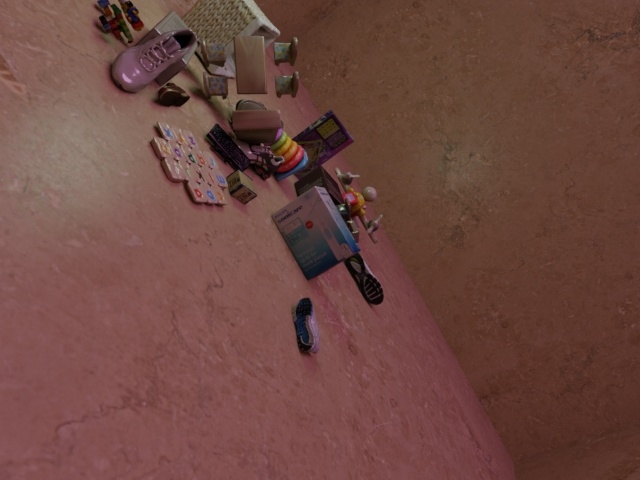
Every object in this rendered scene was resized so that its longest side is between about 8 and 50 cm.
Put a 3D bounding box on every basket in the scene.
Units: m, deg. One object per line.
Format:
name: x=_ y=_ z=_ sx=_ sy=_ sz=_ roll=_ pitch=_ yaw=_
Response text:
basket: x=-0.414 y=-0.960 z=1.980 sx=0.266 sy=0.331 sz=0.328 roll=50 pitch=18 yaw=-7

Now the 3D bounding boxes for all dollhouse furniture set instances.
dollhouse furniture set: x=-0.258 y=-0.591 z=1.642 sx=0.256 sy=0.361 sz=0.395 roll=-175 pitch=-99 yaw=-80
dollhouse furniture set: x=0.089 y=-0.083 z=1.980 sx=0.129 sy=0.129 sz=0.184 roll=87 pitch=-12 yaw=-47

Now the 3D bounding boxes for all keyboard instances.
keyboard: x=-0.324 y=-0.325 z=1.555 sx=0.192 sy=0.038 sz=0.100 roll=47 pitch=52 yaw=-32

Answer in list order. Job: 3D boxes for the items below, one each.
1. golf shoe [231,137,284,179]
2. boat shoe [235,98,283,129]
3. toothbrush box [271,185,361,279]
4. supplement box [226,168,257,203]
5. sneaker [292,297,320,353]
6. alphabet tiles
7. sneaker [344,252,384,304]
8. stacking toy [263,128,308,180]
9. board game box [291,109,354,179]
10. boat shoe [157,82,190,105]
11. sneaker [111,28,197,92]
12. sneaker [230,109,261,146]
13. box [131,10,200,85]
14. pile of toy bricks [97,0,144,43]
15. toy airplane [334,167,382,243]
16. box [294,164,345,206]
golf shoe: x=-0.257 y=-0.346 z=1.708 sx=0.273 sy=0.120 sz=0.105 roll=26 pitch=38 yaw=-58
boat shoe: x=-0.301 y=-0.577 z=1.996 sx=0.113 sy=0.127 sz=0.340 roll=34 pitch=16 yaw=24
toothbrush box: x=-0.016 y=-0.030 z=1.674 sx=0.296 sy=0.216 sz=0.126 roll=61 pitch=17 yaw=6
supplement box: x=-0.273 y=-0.186 z=1.497 sx=0.083 sy=0.056 sz=0.083 roll=36 pitch=28 yaw=-51
sneaker: x=-0.038 y=0.274 z=1.373 sx=0.083 sy=0.071 sz=0.191 roll=49 pitch=27 yaw=-47
alphabet tiles: x=-0.388 y=-0.228 z=1.311 sx=0.278 sy=0.021 sz=0.284 roll=61 pitch=17 yaw=9
sneaker: x=0.233 y=0.185 z=2.187 sx=0.300 sy=0.111 sz=0.121 roll=63 pitch=14 yaw=7
stacking toy: x=-0.197 y=-0.431 z=1.892 sx=0.302 sy=0.165 sz=0.175 roll=52 pitch=18 yaw=-38
board game box: x=-0.028 y=-0.469 z=2.155 sx=0.208 sy=0.346 sz=0.056 roll=45 pitch=19 yaw=-39
boat shoe: x=-0.486 y=-0.477 z=1.402 sx=0.060 sy=0.064 sz=0.178 roll=51 pitch=12 yaw=-8
sneaker: x=-0.480 y=-0.541 z=1.255 sx=0.111 sy=0.129 sz=0.297 roll=53 pitch=54 yaw=-30
sneaker: x=-0.309 y=-0.450 z=1.827 sx=0.209 sy=0.081 sz=0.094 roll=65 pitch=9 yaw=1
box: x=-0.530 y=-0.673 z=1.499 sx=0.148 sy=0.121 sz=0.311 roll=49 pitch=20 yaw=-31
pile of toy bricks: x=-0.612 y=-0.669 z=1.342 sx=0.212 sy=0.118 sz=0.105 roll=50 pitch=-18 yaw=31
toy airplane: x=0.212 y=-0.209 z=2.500 sx=0.386 sy=0.272 sz=0.384 roll=48 pitch=20 yaw=-30
box: x=0.000 y=-0.215 z=2.103 sx=0.167 sy=0.168 sz=0.203 roll=41 pitch=25 yaw=-44
